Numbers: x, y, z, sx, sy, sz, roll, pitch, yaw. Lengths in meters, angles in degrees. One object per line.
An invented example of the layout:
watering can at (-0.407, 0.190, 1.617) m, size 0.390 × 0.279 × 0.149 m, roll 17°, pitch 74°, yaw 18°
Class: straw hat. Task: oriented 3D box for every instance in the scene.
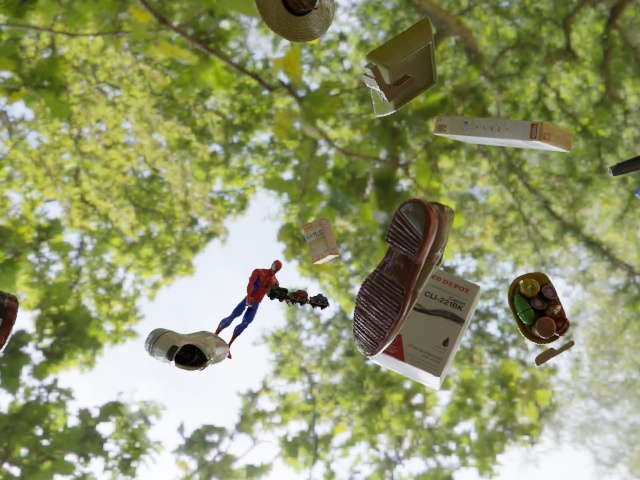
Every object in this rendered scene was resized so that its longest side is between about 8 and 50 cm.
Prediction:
straw hat at (-0.028, -0.387, 1.344) m, size 0.061 × 0.144 × 0.144 m, roll -57°, pitch -47°, yaw -46°

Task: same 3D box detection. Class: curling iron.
curling iron at (0.564, -0.148, 1.275) m, size 0.068 × 0.274 × 0.035 m, roll 23°, pitch -128°, yaw -69°

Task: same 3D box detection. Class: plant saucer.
plant saucer at (0.200, -0.387, 1.981) m, size 0.188 × 0.045 × 0.188 m, roll -34°, pitch -38°, yaw -15°

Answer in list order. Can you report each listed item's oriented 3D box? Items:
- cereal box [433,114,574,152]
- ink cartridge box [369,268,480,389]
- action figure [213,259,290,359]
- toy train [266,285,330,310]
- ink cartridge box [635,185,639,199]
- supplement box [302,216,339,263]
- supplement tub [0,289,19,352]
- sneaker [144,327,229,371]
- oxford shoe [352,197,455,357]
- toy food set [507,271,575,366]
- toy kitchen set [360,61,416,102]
cereal box at (0.381, -0.222, 1.791) m, size 0.173 × 0.240 × 0.047 m, roll 3°, pitch -84°, yaw -52°
ink cartridge box at (0.267, 0.210, 2.200) m, size 0.273 × 0.197 × 0.114 m, roll -61°, pitch -17°, yaw -22°
action figure at (-0.167, 0.176, 2.120) m, size 0.091 × 0.139 × 0.280 m, roll 30°, pitch -83°, yaw -27°
toy train at (-0.046, 0.127, 1.932) m, size 0.158 × 0.027 × 0.036 m, roll 13°, pitch -73°, yaw -27°
ink cartridge box at (0.862, -0.188, 2.030) m, size 0.185 × 0.065 × 0.311 m, roll -19°, pitch -38°, yaw -22°
supplement box at (0.000, 0.000, 2.076) m, size 0.036 × 0.062 × 0.098 m, roll 1°, pitch -112°, yaw -50°
supplement tub at (-0.576, 0.105, 1.323) m, size 0.198 × 0.106 × 0.106 m, roll 22°, pitch -118°, yaw -28°
sneaker at (-0.276, 0.253, 1.891) m, size 0.258 × 0.091 × 0.094 m, roll 16°, pitch -77°, yaw -58°
oxford shoe at (0.174, 0.082, 1.706) m, size 0.130 × 0.123 × 0.348 m, roll 0°, pitch -57°, yaw -44°
toy food set at (0.536, 0.176, 2.061) m, size 0.071 × 0.128 × 0.218 m, roll 116°, pitch 134°, yaw -75°
toy kitchen set at (0.133, -0.339, 1.757) m, size 0.075 × 0.068 × 0.083 m, roll -38°, pitch -61°, yaw -7°
